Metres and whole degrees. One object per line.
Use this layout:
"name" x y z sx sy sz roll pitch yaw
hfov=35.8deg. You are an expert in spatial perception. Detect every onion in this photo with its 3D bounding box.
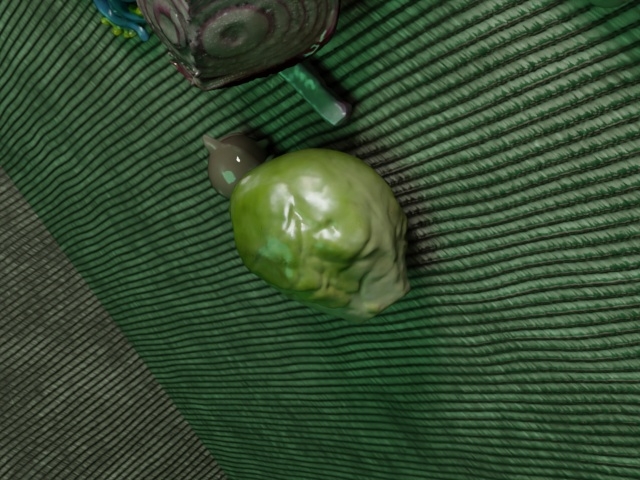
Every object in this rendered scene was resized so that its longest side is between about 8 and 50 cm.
"onion" -0.112 -0.344 1.278 0.230 0.256 0.272 66 144 36

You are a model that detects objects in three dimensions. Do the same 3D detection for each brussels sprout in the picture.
"brussels sprout" -0.004 -0.009 1.517 0.317 0.242 0.273 37 156 18

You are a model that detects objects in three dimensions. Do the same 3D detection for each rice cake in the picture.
"rice cake" -0.058 -0.276 1.494 0.290 0.051 0.081 45 -175 13

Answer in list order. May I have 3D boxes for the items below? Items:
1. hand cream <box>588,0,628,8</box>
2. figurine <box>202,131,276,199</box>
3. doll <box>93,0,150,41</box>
"hand cream" 0.200 -0.350 0.964 0.306 0.093 0.147 46 148 12
"figurine" -0.137 -0.128 1.719 0.138 0.125 0.125 21 142 20
"doll" -0.392 -0.491 1.668 0.341 0.099 0.346 19 137 42
